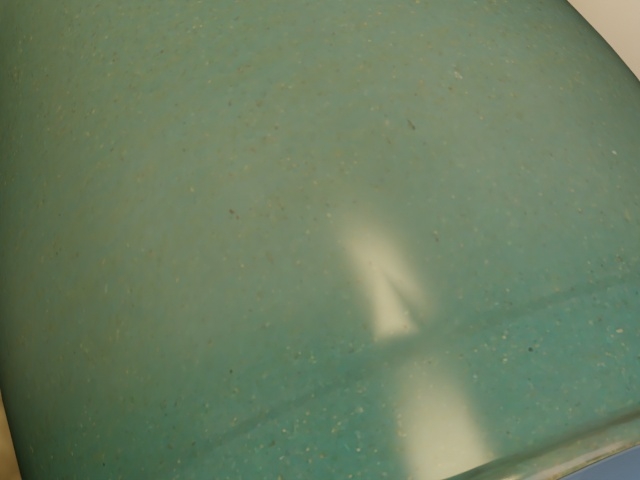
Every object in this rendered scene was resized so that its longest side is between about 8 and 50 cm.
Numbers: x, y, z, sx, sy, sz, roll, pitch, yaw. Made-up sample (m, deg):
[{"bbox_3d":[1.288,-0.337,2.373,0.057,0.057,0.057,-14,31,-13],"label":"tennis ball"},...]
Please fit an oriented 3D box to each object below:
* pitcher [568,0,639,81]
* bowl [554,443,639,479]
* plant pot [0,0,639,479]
[{"bbox_3d":[0.112,-0.136,0.836,0.125,0.177,0.207,-32,118,-59],"label":"pitcher"},{"bbox_3d":[0.100,0.220,0.606,0.391,0.391,0.077,0,38,-32],"label":"bowl"},{"bbox_3d":[0.000,0.000,0.661,0.271,0.271,0.255,-12,70,-34],"label":"plant pot"}]
